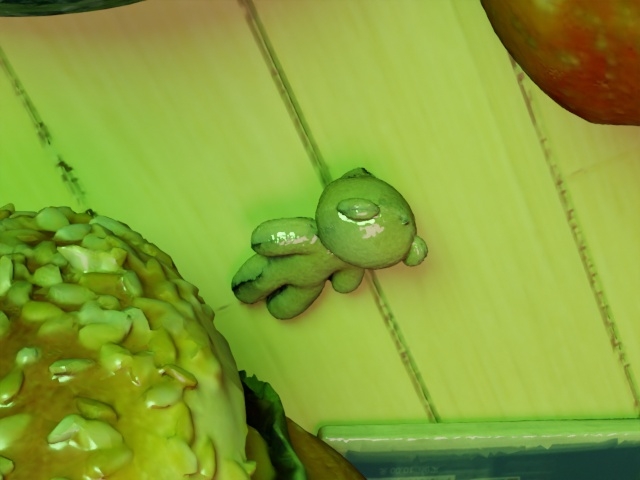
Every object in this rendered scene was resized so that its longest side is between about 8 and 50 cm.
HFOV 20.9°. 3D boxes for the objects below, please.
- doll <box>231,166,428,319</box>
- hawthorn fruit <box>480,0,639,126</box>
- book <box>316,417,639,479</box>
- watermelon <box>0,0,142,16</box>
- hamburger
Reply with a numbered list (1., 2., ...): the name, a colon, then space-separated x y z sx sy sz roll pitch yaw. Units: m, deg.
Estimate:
1. doll: 0.001 0.007 0.766 0.061 0.051 0.093 27 116 -34
2. hawthorn fruit: 0.134 -0.102 0.659 0.157 0.157 0.194 -17 122 0
3. book: 0.093 0.225 0.953 0.228 0.018 0.322 1 123 -11
4. watermelon: -0.090 -0.179 0.550 0.224 0.180 0.305 -18 130 13
5. hamburger: -0.138 0.154 0.674 0.330 0.330 0.250 -35 128 12
